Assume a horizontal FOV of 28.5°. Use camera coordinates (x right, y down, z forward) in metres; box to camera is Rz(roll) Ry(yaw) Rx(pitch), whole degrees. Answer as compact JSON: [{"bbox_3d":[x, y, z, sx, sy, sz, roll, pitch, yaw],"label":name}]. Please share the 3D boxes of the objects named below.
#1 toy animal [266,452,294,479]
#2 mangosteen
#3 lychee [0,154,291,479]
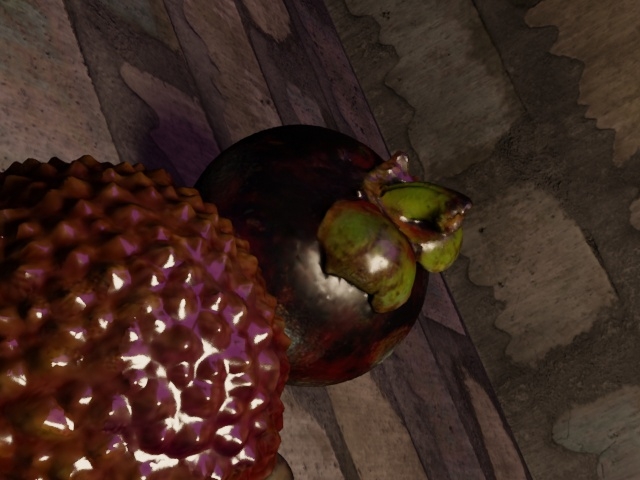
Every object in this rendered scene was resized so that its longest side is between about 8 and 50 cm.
[{"bbox_3d":[-0.076,0.288,1.026,0.303,0.194,0.344,55,12,-42],"label":"toy animal"},{"bbox_3d":[0.000,0.000,1.431,0.306,0.359,0.306,18,53,-26],"label":"mangosteen"},{"bbox_3d":[-0.171,0.088,0.863,0.330,0.306,0.306,1,56,-32],"label":"lychee"}]
